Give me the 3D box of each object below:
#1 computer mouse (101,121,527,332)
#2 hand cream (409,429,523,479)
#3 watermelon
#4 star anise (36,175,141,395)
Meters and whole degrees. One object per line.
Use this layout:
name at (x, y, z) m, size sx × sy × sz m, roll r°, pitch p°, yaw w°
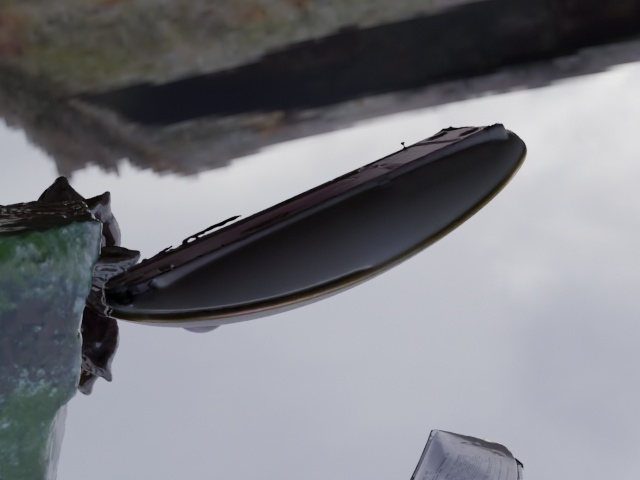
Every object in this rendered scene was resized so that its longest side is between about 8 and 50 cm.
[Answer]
computer mouse at (0.000, 0.000, 1.215) m, size 0.310 × 0.072 × 0.158 m, roll -24°, pitch -173°, yaw -15°
hand cream at (0.110, 0.184, 1.382) m, size 0.053 × 0.084 × 0.142 m, roll 33°, pitch -164°, yaw 38°
watermelon at (-0.226, 0.089, 1.204) m, size 0.151 × 0.264 × 0.302 m, roll 10°, pitch -161°, yaw 6°
star anise at (-0.244, 0.036, 1.696) m, size 0.073 × 0.212 × 0.197 m, roll -8°, pitch -147°, yaw -37°
